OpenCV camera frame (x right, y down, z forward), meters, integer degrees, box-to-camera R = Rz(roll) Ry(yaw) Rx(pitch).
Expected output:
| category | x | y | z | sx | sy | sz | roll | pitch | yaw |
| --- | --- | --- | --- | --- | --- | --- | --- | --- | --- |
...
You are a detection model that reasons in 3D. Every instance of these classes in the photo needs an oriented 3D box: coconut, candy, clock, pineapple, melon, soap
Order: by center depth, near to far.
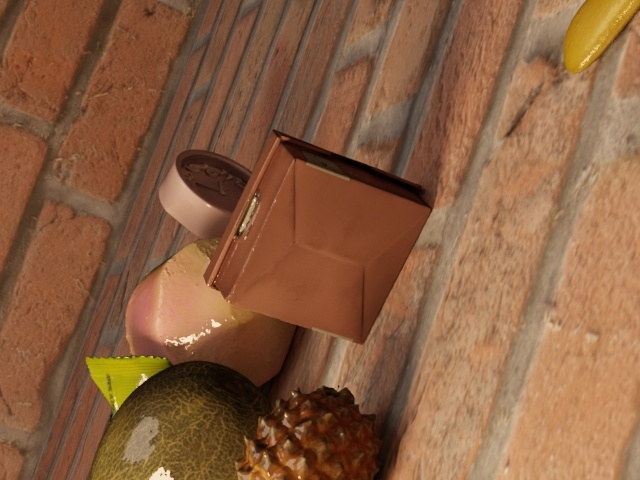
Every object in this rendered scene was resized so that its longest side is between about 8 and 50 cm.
| category | x | y | z | sx | sy | sz | roll | pitch | yaw |
| --- | --- | --- | --- | --- | --- | --- | --- | --- | --- |
| soap | 0.293 | -0.237 | 1.305 | 0.168 | 0.033 | 0.089 | -52 | 25 | 41 |
| pineapple | -0.007 | 0.238 | 1.445 | 0.166 | 0.166 | 0.193 | -45 | 12 | 52 |
| melon | -0.183 | 0.306 | 1.728 | 0.302 | 0.237 | 0.237 | -60 | 18 | 20 |
| candy | -0.241 | 0.250 | 1.879 | 0.069 | 0.149 | 0.246 | -75 | -27 | -48 |
| coconut | -0.153 | 0.117 | 1.922 | 0.245 | 0.233 | 0.233 | -20 | 50 | 60 |
| clock | -0.174 | -0.071 | 2.242 | 0.068 | 0.197 | 0.197 | -58 | 19 | 26 |

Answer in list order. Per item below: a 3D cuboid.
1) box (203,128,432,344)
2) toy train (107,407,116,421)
| category | x | y | z | sx | sy | sz | roll | pitch | yaw |
| --- | --- | --- | --- | --- | --- | --- | --- | --- | --- |
| box | 0.000 | 0.000 | 1.604 | 0.215 | 0.215 | 0.086 | -63 | 29 | 13 |
| toy train | -0.262 | 0.363 | 2.083 | 0.237 | 0.150 | 0.369 | -26 | 44 | 53 |
